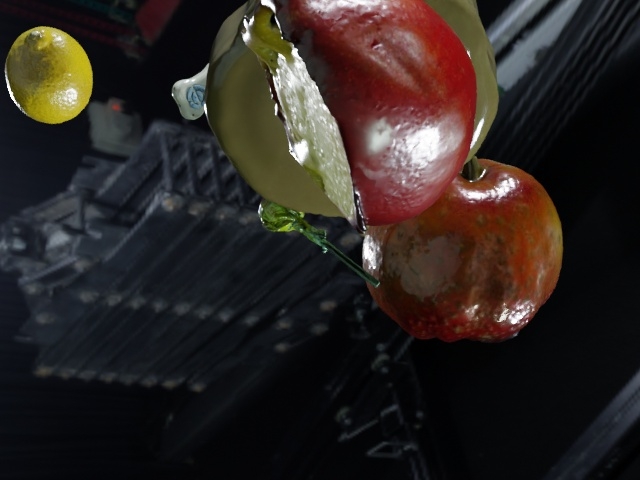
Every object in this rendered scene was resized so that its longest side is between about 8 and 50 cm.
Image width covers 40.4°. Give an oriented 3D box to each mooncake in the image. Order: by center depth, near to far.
[{"bbox_3d":[0.049,-0.268,1.402,0.467,0.467,0.262,-51,-153,33],"label":"mooncake"}]

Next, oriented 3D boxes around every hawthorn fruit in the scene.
[{"bbox_3d":[0.280,0.000,1.737,0.403,0.403,0.403,-22,-118,50],"label":"hawthorn fruit"}]

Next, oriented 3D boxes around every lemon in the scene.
[{"bbox_3d":[-0.588,-0.358,1.889,0.244,0.187,0.187,93,-21,-45],"label":"lemon"}]

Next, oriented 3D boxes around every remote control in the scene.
[{"bbox_3d":[-0.205,-0.270,1.549,0.032,0.122,0.074,15,-43,50],"label":"remote control"}]

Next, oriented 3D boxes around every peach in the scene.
[{"bbox_3d":[0.056,-0.178,0.971,0.201,0.362,0.258,-31,-129,-6],"label":"peach"}]

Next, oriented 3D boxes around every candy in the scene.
[{"bbox_3d":[0.000,-0.001,1.551,0.262,0.073,0.077,38,-55,11],"label":"candy"}]
